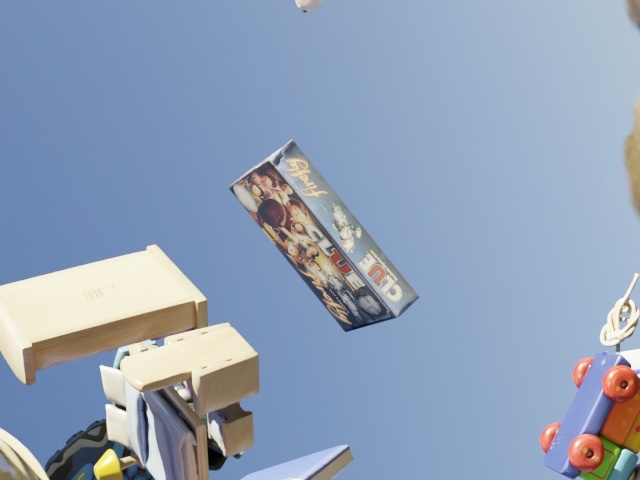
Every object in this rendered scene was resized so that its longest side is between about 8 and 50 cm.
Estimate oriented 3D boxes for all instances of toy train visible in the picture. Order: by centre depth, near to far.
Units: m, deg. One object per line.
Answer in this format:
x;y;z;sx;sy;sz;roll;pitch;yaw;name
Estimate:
0.374;0.181;1.482;0.143;0.248;0.105;29;175;-11;toy train

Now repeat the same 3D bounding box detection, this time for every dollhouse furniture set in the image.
-0.212;0.206;1.354;0.286;0.198;0.303;40;138;50;dollhouse furniture set

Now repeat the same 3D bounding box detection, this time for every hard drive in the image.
-0.079;0.414;2.137;0.318;0.210;0.040;-3;-106;-76;hard drive

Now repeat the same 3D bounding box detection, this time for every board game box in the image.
0.000;0.000;1.571;0.042;0.165;0.243;-42;-84;-23;board game box

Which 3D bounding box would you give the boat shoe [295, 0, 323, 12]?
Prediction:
0.021;-0.405;1.500;0.158;0.340;0.127;47;-126;-8;boat shoe

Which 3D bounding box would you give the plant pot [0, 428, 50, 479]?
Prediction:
-0.446;0.267;1.252;0.305;0.333;0.334;89;171;-60;plant pot

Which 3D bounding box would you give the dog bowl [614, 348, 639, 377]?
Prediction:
0.575;0.226;2.010;0.265;0.264;0.104;18;-114;-63;dog bowl

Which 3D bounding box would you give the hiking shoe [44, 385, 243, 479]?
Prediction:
-0.253;0.307;1.730;0.304;0.113;0.132;-29;-121;-36;hiking shoe
